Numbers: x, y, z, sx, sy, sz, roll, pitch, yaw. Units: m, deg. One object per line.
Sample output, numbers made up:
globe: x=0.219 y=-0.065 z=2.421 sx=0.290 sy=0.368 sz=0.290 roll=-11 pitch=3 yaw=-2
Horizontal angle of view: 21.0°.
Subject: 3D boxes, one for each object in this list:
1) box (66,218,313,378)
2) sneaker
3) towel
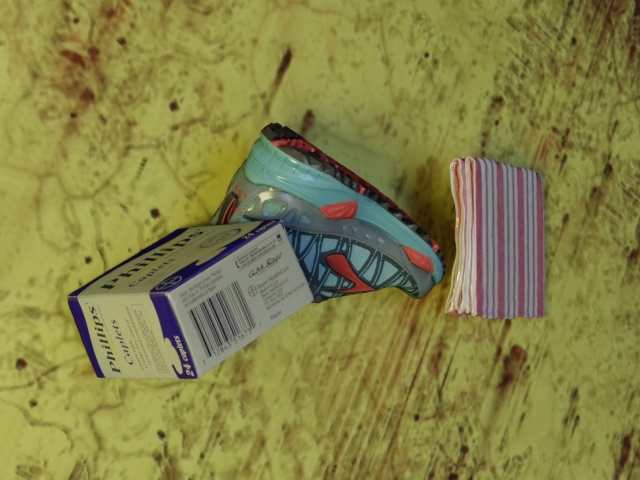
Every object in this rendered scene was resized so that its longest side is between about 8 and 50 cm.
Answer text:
box: x=-0.100 y=0.044 z=1.304 sx=0.126 sy=0.137 sz=0.072 roll=-33 pitch=108 yaw=-38
sneaker: x=0.000 y=0.000 z=1.443 sx=0.125 sy=0.104 sz=0.262 roll=-50 pitch=137 yaw=6
towel: x=0.163 y=0.001 z=1.581 sx=0.197 sy=0.029 sz=0.144 roll=6 pitch=84 yaw=-63
